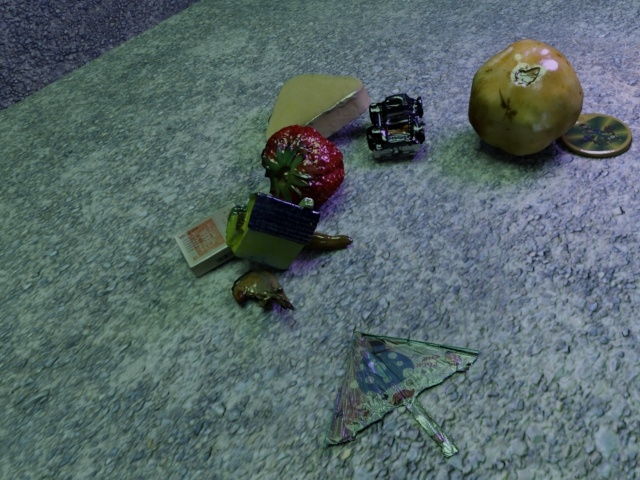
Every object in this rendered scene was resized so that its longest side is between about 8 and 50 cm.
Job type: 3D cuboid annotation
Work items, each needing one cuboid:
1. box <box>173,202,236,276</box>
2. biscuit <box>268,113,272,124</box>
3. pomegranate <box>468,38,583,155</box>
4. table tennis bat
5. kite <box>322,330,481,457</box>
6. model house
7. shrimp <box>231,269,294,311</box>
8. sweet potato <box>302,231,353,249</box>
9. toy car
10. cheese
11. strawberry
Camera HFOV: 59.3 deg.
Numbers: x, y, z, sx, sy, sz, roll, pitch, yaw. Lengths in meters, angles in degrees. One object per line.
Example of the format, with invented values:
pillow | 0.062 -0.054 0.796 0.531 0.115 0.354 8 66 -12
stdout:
box | -0.300 -0.004 1.608 0.201 0.058 0.141 -30 56 -7
biscuit | -0.109 -0.472 2.142 0.188 0.027 0.187 -8 42 7
pomegranate | 0.612 -0.420 1.685 0.333 0.332 0.332 -7 41 7
table tennis bat | 0.824 -0.357 1.761 0.198 0.050 0.321 -21 46 -6
kite | 0.165 0.315 1.200 0.406 0.014 0.368 -26 43 -15
model house | -0.125 -0.060 1.484 0.194 0.211 0.170 19 45 -22
shrimp | -0.143 0.151 1.430 0.117 0.066 0.262 -39 31 -7
sweet potato | 0.000 0.001 1.565 0.182 0.054 0.053 3 50 15
toy car | 0.260 -0.389 1.882 0.193 0.118 0.301 -8 41 15
cheese | -0.043 -0.479 1.999 0.384 0.104 0.384 -18 44 19
strawberry | -0.035 -0.227 1.703 0.239 0.250 0.288 9 20 32
